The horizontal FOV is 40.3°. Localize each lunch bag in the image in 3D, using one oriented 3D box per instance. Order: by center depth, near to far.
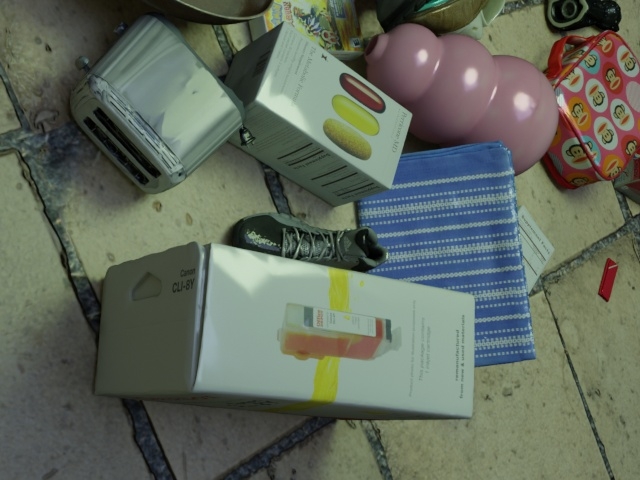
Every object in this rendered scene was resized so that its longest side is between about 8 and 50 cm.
[{"bbox_3d":[0.509,-0.265,1.657,0.293,0.120,0.258,-41,104,-35],"label":"lunch bag"}]

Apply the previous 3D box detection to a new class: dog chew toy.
[{"bbox_3d":[0.216,-0.232,1.394,0.332,0.206,0.206,25,66,-21],"label":"dog chew toy"}]

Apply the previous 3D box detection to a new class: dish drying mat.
[{"bbox_3d":[0.560,0.076,1.692,0.032,0.008,0.083,38,60,-26],"label":"dish drying mat"}]

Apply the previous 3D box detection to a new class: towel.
[{"bbox_3d":[0.186,0.027,1.313,0.243,0.040,0.336,-7,84,6],"label":"towel"}]

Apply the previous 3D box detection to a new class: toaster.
[{"bbox_3d":[-0.204,-0.161,1.103,0.227,0.129,0.146,49,60,-17],"label":"toaster"}]

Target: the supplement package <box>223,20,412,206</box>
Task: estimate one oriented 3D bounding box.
[{"bbox_3d":[-0.011,-0.171,1.242,0.244,0.134,0.139,30,64,-28],"label":"supplement package"}]

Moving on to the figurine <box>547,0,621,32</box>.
[{"bbox_3d":[0.531,-0.525,1.761,0.209,0.092,0.215,-7,84,-45],"label":"figurine"}]

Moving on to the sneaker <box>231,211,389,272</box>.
[{"bbox_3d":[0.000,0.000,1.214,0.228,0.132,0.086,11,74,-35],"label":"sneaker"}]

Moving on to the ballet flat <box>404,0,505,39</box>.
[{"bbox_3d":[0.264,-0.424,1.533,0.342,0.116,0.124,-49,128,-37],"label":"ballet flat"}]

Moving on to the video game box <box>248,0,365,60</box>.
[{"bbox_3d":[-0.032,-0.378,1.327,0.187,0.048,0.205,-10,86,-36],"label":"video game box"}]

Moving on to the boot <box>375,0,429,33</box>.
[{"bbox_3d":[0.078,-0.449,1.318,0.223,0.118,0.338,50,15,-18],"label":"boot"}]

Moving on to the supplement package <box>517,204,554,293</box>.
[{"bbox_3d":[0.286,0.044,1.434,0.105,0.105,0.179,50,56,-17],"label":"supplement package"}]

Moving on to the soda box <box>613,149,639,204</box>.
[{"bbox_3d":[0.724,-0.105,1.806,0.263,0.083,0.092,24,67,-30],"label":"soda box"}]

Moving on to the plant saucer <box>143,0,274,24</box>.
[{"bbox_3d":[-0.201,-0.385,1.136,0.310,0.050,0.310,27,39,-24],"label":"plant saucer"}]

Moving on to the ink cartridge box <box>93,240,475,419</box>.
[{"bbox_3d":[-0.045,0.128,1.064,0.384,0.279,0.160,13,73,-33],"label":"ink cartridge box"}]
